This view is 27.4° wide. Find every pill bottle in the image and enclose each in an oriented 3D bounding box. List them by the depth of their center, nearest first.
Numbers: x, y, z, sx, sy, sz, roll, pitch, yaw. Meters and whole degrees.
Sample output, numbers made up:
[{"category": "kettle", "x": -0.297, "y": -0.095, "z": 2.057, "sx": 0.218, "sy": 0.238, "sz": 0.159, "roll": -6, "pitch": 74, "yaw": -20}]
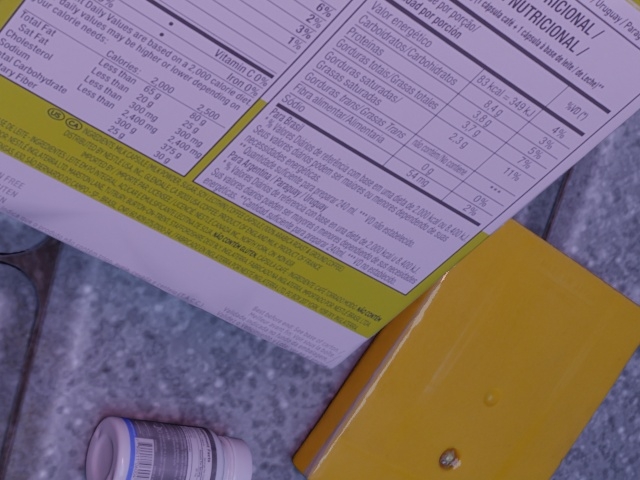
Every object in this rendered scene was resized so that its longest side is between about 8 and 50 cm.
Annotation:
[{"category": "pill bottle", "x": -0.136, "y": 0.205, "z": 1.192, "sx": 0.137, "sy": 0.078, "sz": 0.078, "roll": 13, "pitch": 106, "yaw": -31}]

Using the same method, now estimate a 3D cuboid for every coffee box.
[{"category": "coffee box", "x": -0.029, "y": -0.187, "z": 0.842, "sx": 0.338, "sy": 0.338, "sz": 0.334, "roll": 29, "pitch": 123, "yaw": -30}]

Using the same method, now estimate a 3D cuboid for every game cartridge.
[{"category": "game cartridge", "x": 0.163, "y": 0.150, "z": 1.344, "sx": 0.285, "sy": 0.052, "sz": 0.324, "roll": 31, "pitch": 93, "yaw": -34}]
